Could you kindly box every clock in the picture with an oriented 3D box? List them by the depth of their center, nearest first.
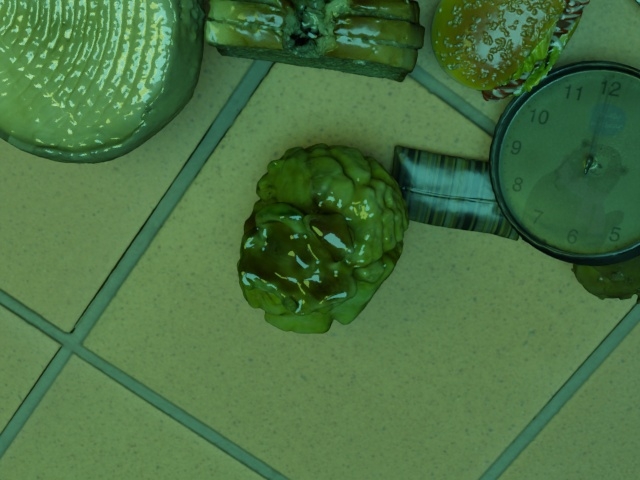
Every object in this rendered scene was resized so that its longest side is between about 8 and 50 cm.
[{"bbox_3d":[0.361,-0.106,1.357,0.280,0.055,0.281,-3,82,24],"label":"clock"}]

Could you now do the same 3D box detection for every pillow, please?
[{"bbox_3d":[0.197,-0.068,1.462,0.203,0.038,0.113,9,109,1],"label":"pillow"}]

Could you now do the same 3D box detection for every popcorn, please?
[{"bbox_3d":[0.000,0.000,1.400,0.224,0.270,0.258,27,64,-9],"label":"popcorn"}]

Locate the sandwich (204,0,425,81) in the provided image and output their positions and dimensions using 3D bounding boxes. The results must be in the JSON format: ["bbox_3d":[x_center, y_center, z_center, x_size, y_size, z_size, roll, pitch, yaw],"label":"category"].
[{"bbox_3d":[-0.006,-0.271,1.297,0.273,0.249,0.095,8,96,0],"label":"sandwich"}]

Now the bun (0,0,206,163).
[{"bbox_3d":[-0.298,-0.281,1.331,0.364,0.202,0.365,3,99,20],"label":"bun"}]

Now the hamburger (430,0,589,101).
[{"bbox_3d":[0.248,-0.293,1.343,0.173,0.116,0.210,39,106,-6],"label":"hamburger"}]

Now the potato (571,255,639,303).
[{"bbox_3d":[0.479,-0.028,1.405,0.191,0.141,0.296,42,109,-8],"label":"potato"}]

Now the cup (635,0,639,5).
[{"bbox_3d":[0.512,-0.327,1.302,0.257,0.186,0.234,7,121,33],"label":"cup"}]
